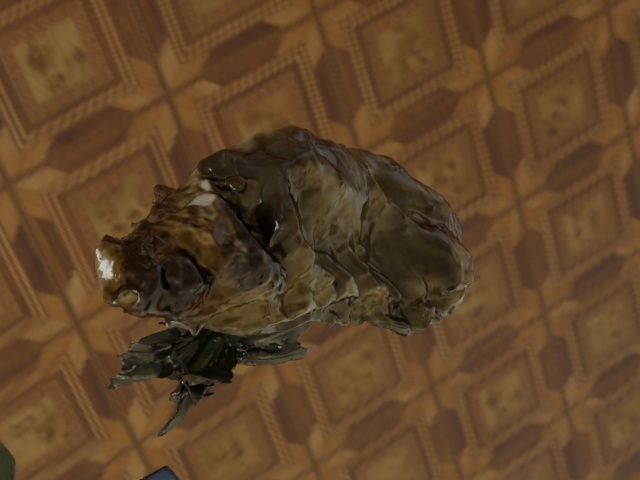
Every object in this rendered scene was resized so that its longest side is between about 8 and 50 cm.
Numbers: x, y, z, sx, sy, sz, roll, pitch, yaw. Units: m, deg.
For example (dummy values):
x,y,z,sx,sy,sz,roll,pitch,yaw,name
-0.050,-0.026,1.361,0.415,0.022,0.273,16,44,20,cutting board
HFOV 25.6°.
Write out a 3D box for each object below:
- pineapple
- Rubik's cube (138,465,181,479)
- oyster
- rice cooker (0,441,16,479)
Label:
x,y,z,sx,sy,sz,roll,pitch,yaw,name
-0.072,0.064,1.552,0.364,0.165,0.165,-50,132,-24,pineapple
-0.127,0.241,1.034,0.092,0.092,0.092,-25,147,-36,Rubik's cube
-0.001,-0.002,0.727,0.078,0.128,0.345,-42,166,24,oyster
-0.407,0.293,1.300,0.264,0.316,0.316,45,84,-1,rice cooker
